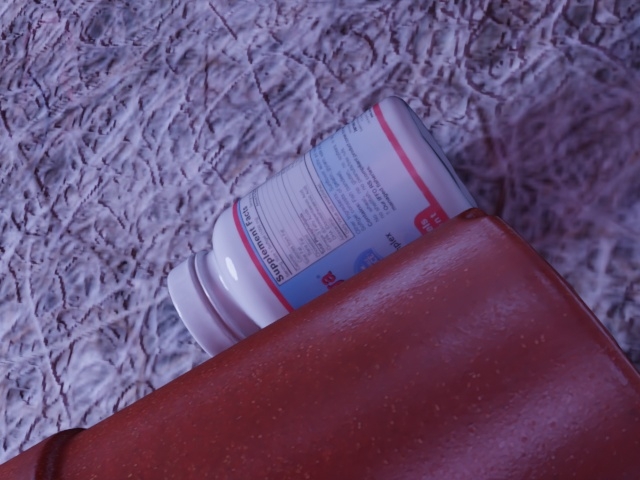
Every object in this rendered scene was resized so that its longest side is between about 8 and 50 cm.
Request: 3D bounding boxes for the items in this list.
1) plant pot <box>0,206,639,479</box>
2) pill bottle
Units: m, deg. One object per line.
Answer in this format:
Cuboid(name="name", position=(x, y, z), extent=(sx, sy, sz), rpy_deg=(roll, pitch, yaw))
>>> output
Cuboid(name="plant pot", position=(0.016, 0.140, 0.446), extent=(0.265, 0.272, 0.272), rpy_deg=(-35, 61, 1))
Cuboid(name="pill bottle", position=(0.000, 0.000, 0.587), extent=(0.160, 0.087, 0.087), rpy_deg=(-34, 61, 11))
